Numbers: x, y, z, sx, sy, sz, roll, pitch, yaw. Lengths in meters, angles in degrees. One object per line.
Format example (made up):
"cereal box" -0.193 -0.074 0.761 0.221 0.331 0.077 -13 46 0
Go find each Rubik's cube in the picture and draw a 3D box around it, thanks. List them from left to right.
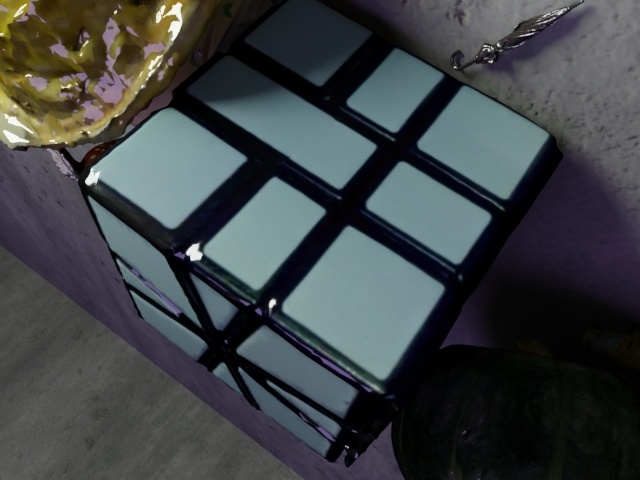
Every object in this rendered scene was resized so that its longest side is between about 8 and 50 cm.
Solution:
"Rubik's cube" 0.000 0.000 0.556 0.293 0.283 0.288 33 152 10

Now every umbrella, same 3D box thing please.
"umbrella" 0.146 -0.151 0.448 0.122 0.013 0.022 -7 105 56

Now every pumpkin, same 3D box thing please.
"pumpkin" 0.227 0.209 0.615 0.300 0.207 0.300 14 167 3

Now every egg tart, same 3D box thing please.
"egg tart" -0.211 -0.238 0.468 0.341 0.341 0.129 26 -170 28

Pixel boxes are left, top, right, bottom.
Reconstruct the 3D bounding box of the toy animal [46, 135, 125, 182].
"toy animal" -0.206 -0.116 0.702 0.087 0.243 0.260 -24 102 21

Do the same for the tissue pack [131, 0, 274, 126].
"tissue pack" -0.181 -0.218 0.594 0.222 0.186 0.090 34 -171 12

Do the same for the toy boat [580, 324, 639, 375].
"toy boat" 0.319 0.097 0.547 0.149 0.047 0.049 -10 110 53
